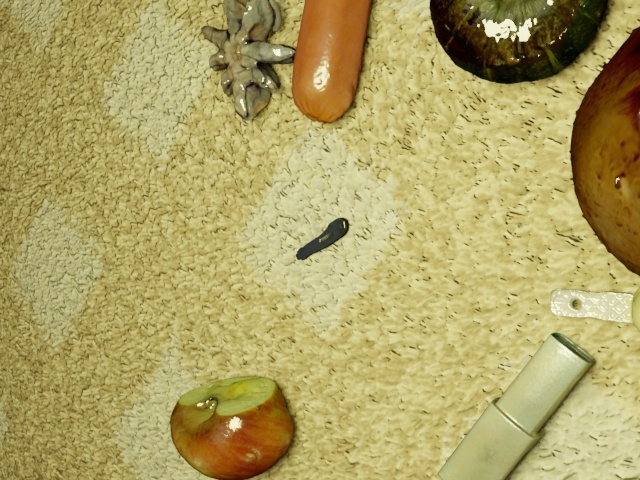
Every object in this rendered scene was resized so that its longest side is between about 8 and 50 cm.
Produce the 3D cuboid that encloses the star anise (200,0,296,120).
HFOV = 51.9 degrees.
[{"bbox_3d":[-0.125,-0.326,1.146,0.229,0.093,0.236,7,97,43],"label":"star anise"}]

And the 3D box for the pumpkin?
[{"bbox_3d":[0.257,-0.326,0.876,0.238,0.159,0.238,-5,80,30],"label":"pumpkin"}]

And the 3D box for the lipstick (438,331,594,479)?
[{"bbox_3d":[0.264,0.241,0.888,0.077,0.079,0.253,39,106,29],"label":"lipstick"}]

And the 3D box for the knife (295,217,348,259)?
[{"bbox_3d":[0.000,0.000,1.100,0.121,0.018,0.031,-33,78,27],"label":"knife"}]

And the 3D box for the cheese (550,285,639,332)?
[{"bbox_3d":[0.416,0.085,0.817,0.251,0.054,0.127,3,89,33],"label":"cheese"}]

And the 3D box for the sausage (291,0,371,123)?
[{"bbox_3d":[0.018,-0.320,1.056,0.113,0.113,0.259,11,93,32],"label":"sausage"}]

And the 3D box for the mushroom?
[{"bbox_3d":[0.456,-0.120,0.722,0.331,0.356,0.334,37,135,40],"label":"mushroom"}]

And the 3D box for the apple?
[{"bbox_3d":[-0.145,0.310,1.083,0.195,0.173,0.160,-4,83,35],"label":"apple"}]
